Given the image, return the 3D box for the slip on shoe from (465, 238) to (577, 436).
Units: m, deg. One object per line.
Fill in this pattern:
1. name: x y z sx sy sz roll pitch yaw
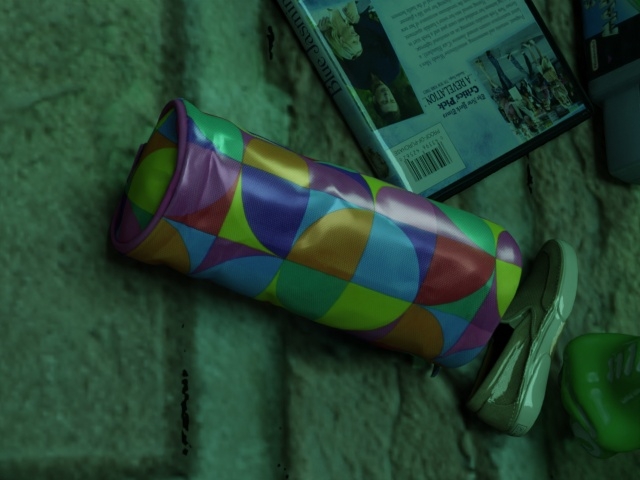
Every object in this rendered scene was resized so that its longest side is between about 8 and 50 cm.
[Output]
1. slip on shoe: 0.125 0.055 1.015 0.041 0.051 0.135 23 68 -9

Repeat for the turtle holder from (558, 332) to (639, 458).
1. turtle holder: 0.314 0.161 0.973 0.320 0.227 0.243 -1 70 -18

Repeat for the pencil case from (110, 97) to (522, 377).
1. pencil case: 0.000 0.000 0.933 0.236 0.104 0.104 22 63 -25

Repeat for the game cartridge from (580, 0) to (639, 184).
1. game cartridge: 0.268 -0.233 1.090 0.068 0.230 0.355 16 64 -40

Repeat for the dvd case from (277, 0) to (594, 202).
1. dvd case: 0.058 -0.157 1.065 0.180 0.022 0.253 -29 88 -35
